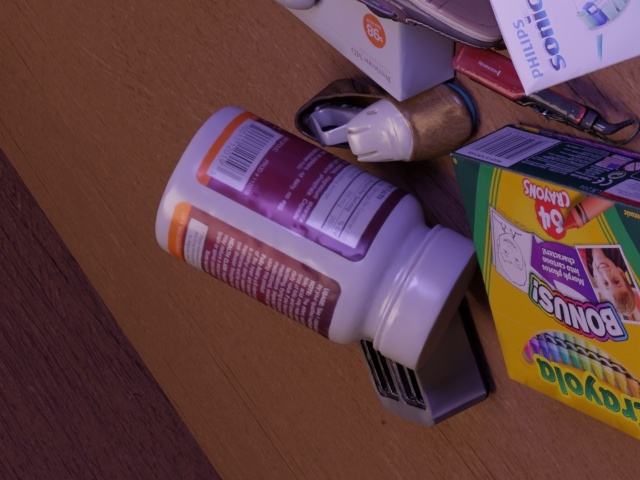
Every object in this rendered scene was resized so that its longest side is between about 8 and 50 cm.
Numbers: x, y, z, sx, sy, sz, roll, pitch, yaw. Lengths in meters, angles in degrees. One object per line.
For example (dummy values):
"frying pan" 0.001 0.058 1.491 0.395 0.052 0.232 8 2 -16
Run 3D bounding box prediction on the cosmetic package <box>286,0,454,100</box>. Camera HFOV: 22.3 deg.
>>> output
"cosmetic package" 0.022 -0.389 2.026 0.377 0.097 0.284 44 152 39

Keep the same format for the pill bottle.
"pill bottle" 0.000 0.000 2.155 0.392 0.224 0.224 28 147 11

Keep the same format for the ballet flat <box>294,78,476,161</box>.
"ballet flat" 0.067 -0.154 2.133 0.342 0.124 0.116 18 129 59

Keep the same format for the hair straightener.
"hair straightener" 0.258 -0.160 1.802 0.230 0.047 0.089 26 -177 31

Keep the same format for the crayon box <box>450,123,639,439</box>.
"crayon box" 0.320 0.053 1.829 0.363 0.106 0.313 23 134 57

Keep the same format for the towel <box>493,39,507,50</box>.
"towel" 0.250 -0.322 1.684 0.329 0.037 0.237 5 117 62

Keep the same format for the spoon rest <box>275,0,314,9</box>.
"spoon rest" -0.043 -0.378 1.979 0.137 0.084 0.276 58 170 16

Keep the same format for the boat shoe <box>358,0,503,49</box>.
"boat shoe" 0.087 -0.291 1.805 0.285 0.103 0.092 31 145 12

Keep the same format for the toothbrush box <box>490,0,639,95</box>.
"toothbrush box" 0.299 -0.235 1.269 0.295 0.216 0.126 -17 99 27

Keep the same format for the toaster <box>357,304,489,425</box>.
"toaster" 0.146 0.170 2.318 0.168 0.110 0.185 12 125 63
